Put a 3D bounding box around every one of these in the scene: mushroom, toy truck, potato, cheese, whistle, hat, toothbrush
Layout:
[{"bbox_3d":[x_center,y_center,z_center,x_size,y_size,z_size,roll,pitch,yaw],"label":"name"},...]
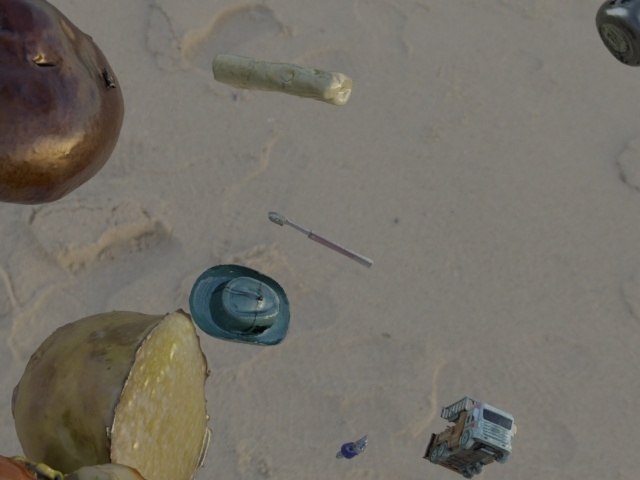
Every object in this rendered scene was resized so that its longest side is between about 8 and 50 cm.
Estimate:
[{"bbox_3d":[-0.454,-0.210,1.287,0.345,0.260,0.345,23,57,-42],"label":"mushroom"},{"bbox_3d":[0.251,0.315,1.450,0.080,0.177,0.115,25,60,-8],"label":"toy truck"},{"bbox_3d":[-0.306,0.231,1.200,0.237,0.300,0.289,5,18,20],"label":"potato"},{"bbox_3d":[-0.050,-0.201,1.085,0.194,0.043,0.065,17,3,33],"label":"cheese"},{"bbox_3d":[0.056,0.369,1.562,0.029,0.083,0.033,43,42,-13],"label":"whistle"},{"bbox_3d":[-0.125,0.108,1.505,0.191,0.078,0.138,15,62,-22],"label":"hat"},{"bbox_3d":[0.000,-0.001,1.456,0.194,0.014,0.017,25,34,-13],"label":"toothbrush"}]

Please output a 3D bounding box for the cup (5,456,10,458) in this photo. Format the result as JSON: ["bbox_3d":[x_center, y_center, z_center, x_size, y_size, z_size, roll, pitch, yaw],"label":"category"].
[{"bbox_3d":[-0.427,0.387,1.043,0.196,0.280,0.196,43,26,-28],"label":"cup"}]

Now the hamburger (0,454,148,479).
[{"bbox_3d":[-0.240,0.323,0.752,0.225,0.291,0.291,15,49,-37],"label":"hamburger"}]

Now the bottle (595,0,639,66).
[{"bbox_3d":[0.396,-0.268,0.872,0.254,0.079,0.096,-36,35,-5],"label":"bottle"}]
